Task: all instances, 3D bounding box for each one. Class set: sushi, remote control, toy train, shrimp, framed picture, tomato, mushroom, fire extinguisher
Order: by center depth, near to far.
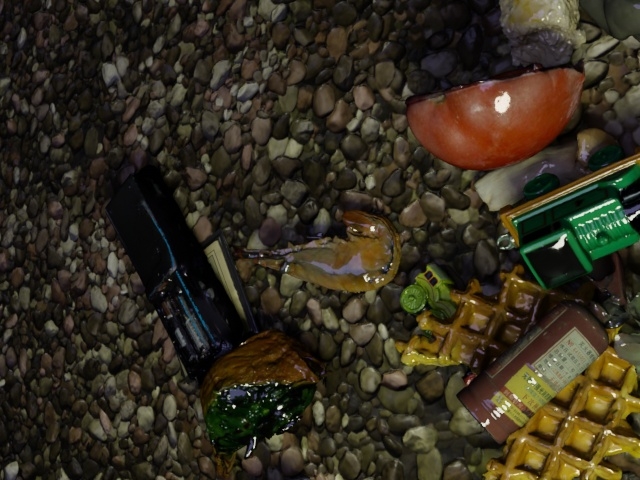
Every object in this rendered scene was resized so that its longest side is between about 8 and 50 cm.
[{"bbox_3d":[0.257,0.106,1.081,0.252,0.075,0.106,-43,63,3],"label":"fire extinguisher"},{"bbox_3d":[0.302,-0.025,1.088,0.228,0.136,0.091,-24,116,26],"label":"toy train"},{"bbox_3d":[0.220,-0.145,1.164,0.228,0.199,0.112,0,103,64],"label":"tomato"},{"bbox_3d":[0.272,-0.084,1.195,0.202,0.054,0.059,-18,76,41],"label":"mushroom"},{"bbox_3d":[0.195,0.142,1.236,0.085,0.053,0.249,-47,60,20],"label":"toy train"},{"bbox_3d":[-0.002,0.008,1.402,0.262,0.066,0.117,12,79,25],"label":"shrimp"},{"bbox_3d":[-0.107,0.242,1.410,0.287,0.149,0.140,-48,63,20],"label":"sushi"},{"bbox_3d":[-0.193,0.109,1.580,0.195,0.010,0.199,-37,64,31],"label":"framed picture"},{"bbox_3d":[-0.247,0.053,1.582,0.144,0.062,0.398,-49,58,26],"label":"remote control"}]

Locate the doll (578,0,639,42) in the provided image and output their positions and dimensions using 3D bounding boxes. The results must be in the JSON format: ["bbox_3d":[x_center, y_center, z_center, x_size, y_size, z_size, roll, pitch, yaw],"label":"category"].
[{"bbox_3d":[0.444,-0.174,0.943,0.382,0.252,0.378,3,88,46],"label":"doll"}]

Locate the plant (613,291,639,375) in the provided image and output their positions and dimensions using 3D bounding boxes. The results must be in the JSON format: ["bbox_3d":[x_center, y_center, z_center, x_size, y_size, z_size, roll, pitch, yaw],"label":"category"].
[{"bbox_3d":[0.418,0.126,1.010,0.203,0.142,0.131,19,107,27],"label":"plant"}]

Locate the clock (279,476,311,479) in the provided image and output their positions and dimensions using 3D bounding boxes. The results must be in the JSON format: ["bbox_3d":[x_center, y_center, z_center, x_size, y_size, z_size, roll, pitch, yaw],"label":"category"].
[{"bbox_3d":[-0.047,0.456,1.393,0.145,0.073,0.193,-37,65,31],"label":"clock"}]

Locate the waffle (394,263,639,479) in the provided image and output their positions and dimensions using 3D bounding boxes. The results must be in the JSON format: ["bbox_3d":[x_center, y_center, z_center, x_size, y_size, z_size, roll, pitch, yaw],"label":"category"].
[{"bbox_3d":[0.252,0.168,1.142,0.260,0.069,0.293,-29,66,9],"label":"waffle"}]

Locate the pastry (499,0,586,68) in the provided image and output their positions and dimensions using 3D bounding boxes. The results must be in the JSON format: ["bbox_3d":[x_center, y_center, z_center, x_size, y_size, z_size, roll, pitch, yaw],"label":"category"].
[{"bbox_3d":[0.269,-0.344,1.198,0.121,0.089,0.258,-2,82,51],"label":"pastry"}]
